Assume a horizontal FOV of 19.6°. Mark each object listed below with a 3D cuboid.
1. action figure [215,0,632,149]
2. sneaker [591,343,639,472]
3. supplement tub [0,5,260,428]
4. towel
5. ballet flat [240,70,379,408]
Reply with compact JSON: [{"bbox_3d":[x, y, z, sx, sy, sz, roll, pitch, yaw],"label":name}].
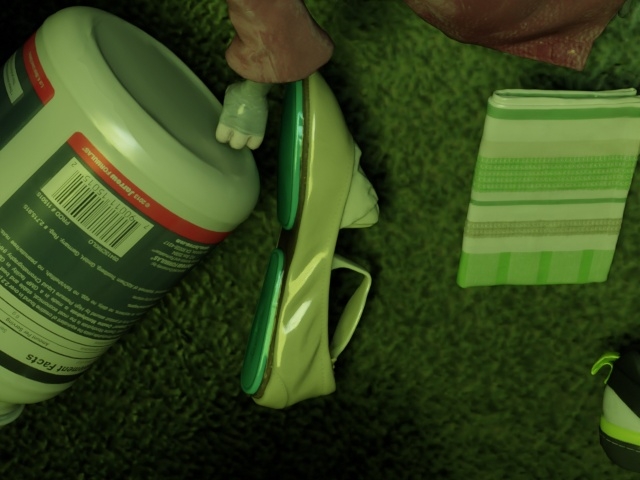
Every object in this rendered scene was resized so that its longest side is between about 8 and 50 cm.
[{"bbox_3d":[0.032,-0.190,1.129,0.370,0.276,0.248,-4,90,-12],"label":"action figure"},{"bbox_3d":[0.300,0.114,1.251,0.235,0.084,0.097,4,101,11],"label":"sneaker"},{"bbox_3d":[-0.194,-0.010,1.277,0.272,0.191,0.191,-42,90,16],"label":"supplement tub"},{"bbox_3d":[0.153,-0.035,1.243,0.113,0.023,0.152,0,126,-12],"label":"towel"},{"bbox_3d":[0.000,0.000,1.305,0.086,0.086,0.248,12,105,10],"label":"ballet flat"}]
